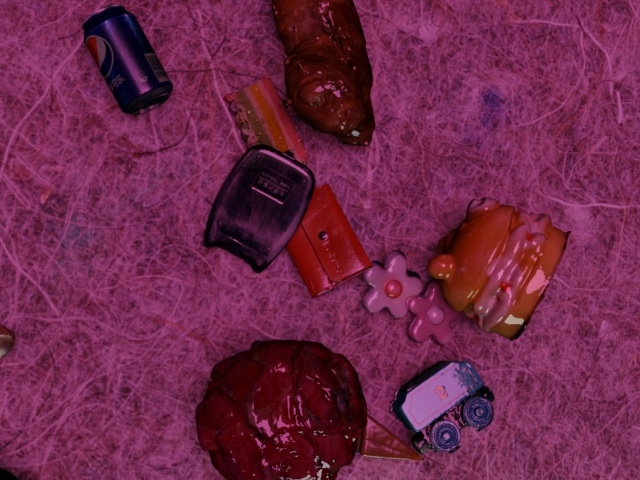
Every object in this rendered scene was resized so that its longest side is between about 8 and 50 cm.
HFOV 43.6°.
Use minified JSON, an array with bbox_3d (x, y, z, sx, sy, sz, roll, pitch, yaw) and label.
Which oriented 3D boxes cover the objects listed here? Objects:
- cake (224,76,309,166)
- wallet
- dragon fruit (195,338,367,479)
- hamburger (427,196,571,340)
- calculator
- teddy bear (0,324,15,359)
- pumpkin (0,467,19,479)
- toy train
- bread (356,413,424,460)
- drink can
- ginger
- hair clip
[{"bbox_3d":[-0.112,-0.224,1.685,0.109,0.090,0.225,-22,71,-10],"label":"cake"},{"bbox_3d":[0.000,0.000,1.653,0.142,0.045,0.204,-28,76,2],"label":"wallet"},{"bbox_3d":[-0.069,0.332,1.512,0.329,0.329,0.329,1,85,-11],"label":"dragon fruit"},{"bbox_3d":[0.355,0.045,1.649,0.237,0.276,0.276,27,80,8],"label":"hamburger"},{"bbox_3d":[-0.122,-0.067,1.614,0.177,0.040,0.268,27,106,-8],"label":"calculator"},{"bbox_3d":[-0.761,0.167,1.481,0.246,0.222,0.296,-59,140,-16],"label":"teddy bear"},{"bbox_3d":[-0.659,0.550,1.433,0.320,0.192,0.320,0,87,-10],"label":"pumpkin"},{"bbox_3d":[0.257,0.344,1.673,0.203,0.112,0.163,-32,86,-14],"label":"toy train"},{"bbox_3d":[0.147,0.406,1.663,0.139,0.074,0.084,8,87,-9],"label":"bread"},{"bbox_3d":[-0.388,-0.361,1.603,0.118,0.118,0.205,-28,90,-12],"label":"drink can"},{"bbox_3d":[-0.003,-0.391,1.623,0.176,0.254,0.418,-17,88,21],"label":"ginger"},{"bbox_3d":[0.191,0.126,1.703,0.257,0.075,0.146,34,75,-11],"label":"hair clip"}]
